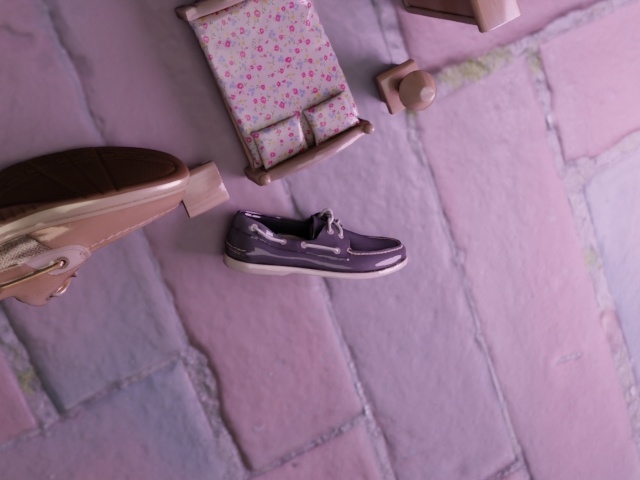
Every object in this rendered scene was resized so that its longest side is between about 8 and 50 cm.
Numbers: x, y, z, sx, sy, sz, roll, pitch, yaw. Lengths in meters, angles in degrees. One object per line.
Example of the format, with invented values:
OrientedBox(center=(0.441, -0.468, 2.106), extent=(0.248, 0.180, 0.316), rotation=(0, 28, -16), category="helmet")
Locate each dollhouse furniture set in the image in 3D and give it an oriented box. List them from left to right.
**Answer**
OrientedBox(center=(-0.015, -0.217, 1.099), extent=(0.355, 0.174, 0.303), rotation=(-29, 113, -12), category="dollhouse furniture set")

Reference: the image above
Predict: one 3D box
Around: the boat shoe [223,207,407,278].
OrientedBox(center=(0.000, 0.000, 1.222), extent=(0.206, 0.075, 0.065), rotation=(1, 108, -17), category="boat shoe")

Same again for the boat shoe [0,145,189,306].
OrientedBox(center=(-0.284, 0.001, 1.087), extent=(0.341, 0.121, 0.110), rotation=(-18, 122, -19), category="boat shoe")
